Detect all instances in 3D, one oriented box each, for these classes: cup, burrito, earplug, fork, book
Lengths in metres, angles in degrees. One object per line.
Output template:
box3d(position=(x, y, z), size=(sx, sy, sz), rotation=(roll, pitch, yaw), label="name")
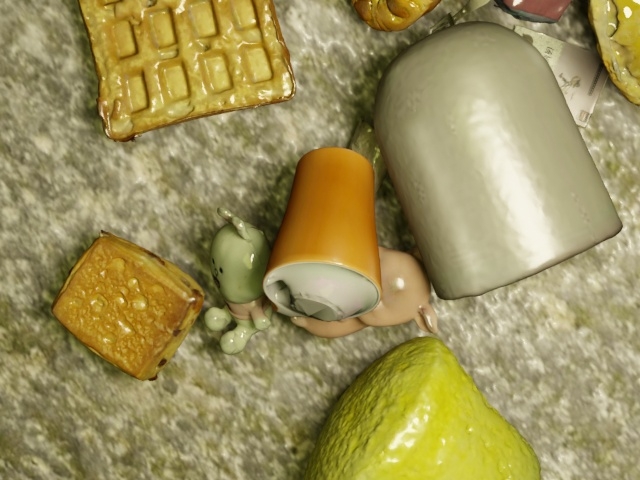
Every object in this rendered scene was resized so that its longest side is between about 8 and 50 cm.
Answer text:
box3d(position=(0.000, 0.000, 1.341), size=(0.182, 0.226, 0.264), rotation=(25, 53, -26), label="cup")
box3d(position=(0.063, -0.094, 1.471), size=(0.087, 0.060, 0.226), rotation=(25, 95, 6), label="burrito")
box3d(position=(0.257, -0.142, 1.328), size=(0.312, 0.312, 0.394), rotation=(-22, 92, 6), label="earplug")
box3d(position=(0.231, -0.370, 1.364), size=(0.028, 0.219, 0.034), rotation=(-17, 92, -13), label="fork")
box3d(position=(0.399, -0.284, 1.455), size=(0.181, 0.014, 0.127), rotation=(21, 96, 2), label="book")

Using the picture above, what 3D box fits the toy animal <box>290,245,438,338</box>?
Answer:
box3d(position=(0.071, 0.092, 1.442), size=(0.250, 0.154, 0.167), rotation=(-11, 83, 22), label="toy animal")

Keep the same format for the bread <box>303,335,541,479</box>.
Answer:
box3d(position=(0.163, 0.357, 1.378), size=(0.307, 0.348, 0.348), rotation=(39, 96, -11), label="bread")

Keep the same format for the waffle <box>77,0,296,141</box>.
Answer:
box3d(position=(-0.235, -0.347, 1.464), size=(0.348, 0.077, 0.304), rotation=(-13, 95, 5), label="waffle")

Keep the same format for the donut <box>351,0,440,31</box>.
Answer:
box3d(position=(0.122, -0.457, 1.363), size=(0.113, 0.226, 0.227), rotation=(-30, 93, -32), label="donut")

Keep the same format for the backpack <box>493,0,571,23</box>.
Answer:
box3d(position=(0.320, -0.509, 1.307), size=(0.197, 0.317, 0.283), rotation=(11, 117, -21), label="backpack")

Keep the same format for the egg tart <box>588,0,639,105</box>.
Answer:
box3d(position=(0.583, -0.383, 1.292), size=(0.387, 0.169, 0.388), rotation=(-8, 107, -26), label="egg tart")

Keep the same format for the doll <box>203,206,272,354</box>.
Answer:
box3d(position=(-0.133, 0.061, 1.443), size=(0.113, 0.155, 0.275), rotation=(-13, 128, -29), label="doll")

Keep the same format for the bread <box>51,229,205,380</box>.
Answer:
box3d(position=(-0.339, 0.111, 1.497), size=(0.235, 0.099, 0.210), rotation=(35, 100, 3), label="bread")
